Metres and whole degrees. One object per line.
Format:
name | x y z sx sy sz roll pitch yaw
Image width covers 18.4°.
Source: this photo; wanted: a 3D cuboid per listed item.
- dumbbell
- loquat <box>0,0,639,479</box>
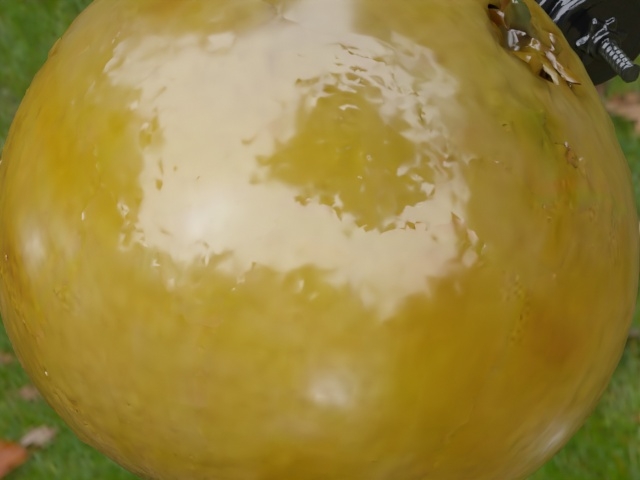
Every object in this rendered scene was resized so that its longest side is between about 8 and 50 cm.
dumbbell | 0.130 -0.159 1.178 0.099 0.099 0.208 -28 50 -7
loquat | 0.000 0.000 0.796 0.263 0.263 0.263 -7 54 9
